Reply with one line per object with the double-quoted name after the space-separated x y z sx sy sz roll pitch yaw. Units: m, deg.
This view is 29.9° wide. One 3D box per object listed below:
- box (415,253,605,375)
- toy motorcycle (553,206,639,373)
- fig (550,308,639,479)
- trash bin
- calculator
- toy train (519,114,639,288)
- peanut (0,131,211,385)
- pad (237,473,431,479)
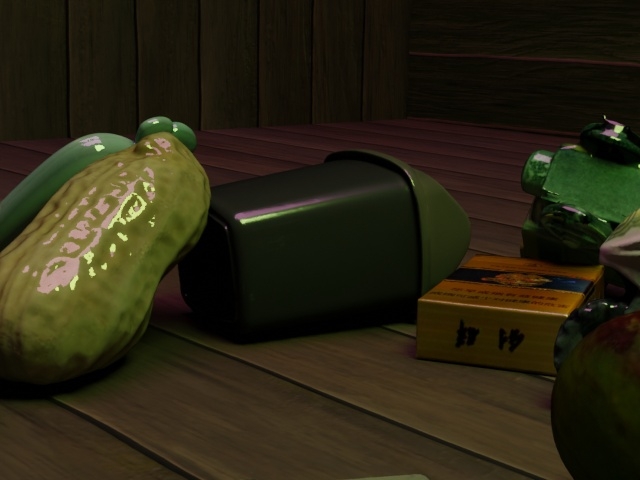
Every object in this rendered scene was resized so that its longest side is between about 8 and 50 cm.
0.205 0.071 1.251 0.152 0.070 0.237 5 10 20 "box"
0.362 0.062 0.993 0.326 0.188 0.143 3 5 12 "toy motorcycle"
0.248 0.118 0.771 0.181 0.181 0.191 -1 37 -11 "fig"
0.000 0.000 1.322 0.290 0.182 0.209 -11 16 -29 "trash bin"
-0.254 -0.026 1.282 0.042 0.295 0.184 56 11 31 "calculator"
0.406 0.000 1.353 0.368 0.150 0.237 20 -19 22 "toy train"
-0.207 0.018 1.135 0.152 0.152 0.313 6 45 25 "peanut"
0.033 0.196 0.742 0.159 0.009 0.265 -1 11 -14 "pad"
